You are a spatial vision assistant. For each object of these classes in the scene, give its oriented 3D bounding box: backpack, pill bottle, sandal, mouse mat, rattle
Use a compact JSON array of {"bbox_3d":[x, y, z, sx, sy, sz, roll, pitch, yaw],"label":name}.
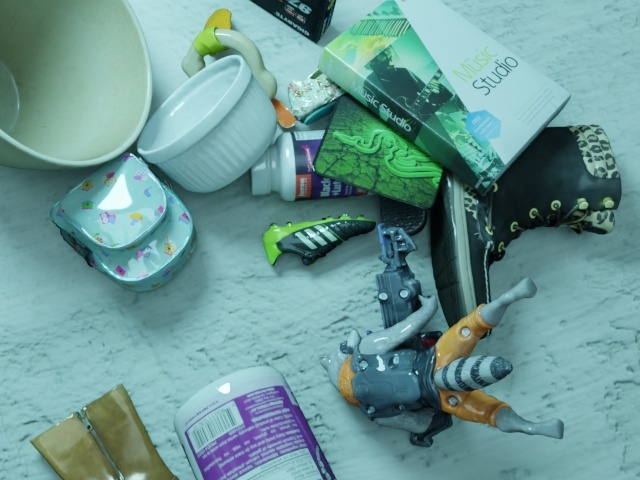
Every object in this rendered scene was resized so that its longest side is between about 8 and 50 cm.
[{"bbox_3d":[-0.277,-0.023,1.111,0.188,0.144,0.166,45,71,2],"label":"backpack"},{"bbox_3d":[-0.063,0.332,1.002,0.169,0.169,0.301,-24,65,-12],"label":"pill bottle"},{"bbox_3d":[0.130,-0.129,1.231,0.097,0.054,0.254,2,79,15],"label":"sandal"},{"bbox_3d":[0.096,-0.136,1.137,0.190,0.007,0.152,19,66,2],"label":"mouse mat"},{"bbox_3d":[-0.013,-0.116,1.181,0.194,0.108,0.108,-5,77,-8],"label":"pill bottle"},{"bbox_3d":[-0.119,-0.272,1.246,0.200,0.142,0.130,31,107,-14],"label":"rattle"}]

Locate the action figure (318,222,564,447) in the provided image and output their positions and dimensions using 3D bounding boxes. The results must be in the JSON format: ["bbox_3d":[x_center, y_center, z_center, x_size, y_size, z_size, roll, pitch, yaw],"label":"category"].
[{"bbox_3d":[0.135,0.139,1.047,0.179,0.330,0.341,-16,90,-53],"label":"action figure"}]

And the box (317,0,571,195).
[{"bbox_3d":[0.190,-0.242,1.161,0.322,0.058,0.232,39,60,12],"label":"box"}]

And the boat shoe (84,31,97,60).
[{"bbox_3d":[-0.391,-0.401,1.208,0.092,0.103,0.285,-32,88,-18],"label":"boat shoe"}]

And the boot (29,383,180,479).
[{"bbox_3d":[-0.309,0.378,1.035,0.264,0.096,0.280,-37,83,-13],"label":"boot"}]

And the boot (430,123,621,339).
[{"bbox_3d":[0.319,-0.030,1.191,0.284,0.138,0.377,0,70,-7],"label":"boot"}]

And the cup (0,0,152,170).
[{"bbox_3d":[-0.440,-0.240,1.070,0.237,0.331,0.331,-11,74,35],"label":"cup"}]

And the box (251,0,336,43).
[{"bbox_3d":[-0.074,-0.432,1.214,0.220,0.175,0.051,34,74,1],"label":"box"}]

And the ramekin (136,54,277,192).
[{"bbox_3d":[-0.161,-0.165,1.129,0.207,0.207,0.109,-50,120,-15],"label":"ramekin"}]

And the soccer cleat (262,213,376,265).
[{"bbox_3d":[0.000,0.000,1.186,0.179,0.060,0.072,-8,87,-2],"label":"soccer cleat"}]

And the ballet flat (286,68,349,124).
[{"bbox_3d":[0.050,-0.262,1.222,0.241,0.091,0.077,-26,82,-25],"label":"ballet flat"}]
